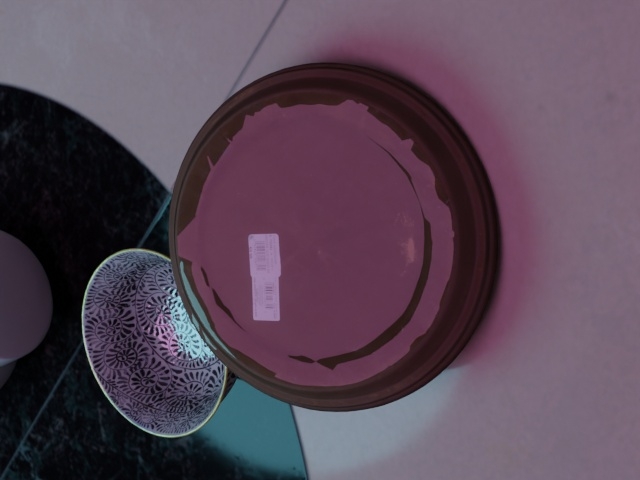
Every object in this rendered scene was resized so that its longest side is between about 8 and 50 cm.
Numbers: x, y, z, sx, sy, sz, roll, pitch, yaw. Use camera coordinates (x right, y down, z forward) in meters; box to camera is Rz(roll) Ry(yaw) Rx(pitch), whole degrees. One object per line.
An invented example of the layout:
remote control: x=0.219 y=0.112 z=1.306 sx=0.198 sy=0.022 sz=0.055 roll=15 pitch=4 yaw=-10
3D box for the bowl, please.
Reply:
bowl: x=-0.123 y=0.081 z=1.293 sx=0.170 sy=0.080 sz=0.170 roll=11 pitch=108 yaw=35

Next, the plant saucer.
plant saucer: x=0.000 y=0.000 z=1.150 sx=0.278 sy=0.041 sz=0.278 roll=2 pitch=96 yaw=21

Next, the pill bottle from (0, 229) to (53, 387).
pill bottle: x=-0.409 y=0.098 z=1.457 sx=0.318 sy=0.176 sz=0.176 roll=-24 pitch=87 yaw=39
